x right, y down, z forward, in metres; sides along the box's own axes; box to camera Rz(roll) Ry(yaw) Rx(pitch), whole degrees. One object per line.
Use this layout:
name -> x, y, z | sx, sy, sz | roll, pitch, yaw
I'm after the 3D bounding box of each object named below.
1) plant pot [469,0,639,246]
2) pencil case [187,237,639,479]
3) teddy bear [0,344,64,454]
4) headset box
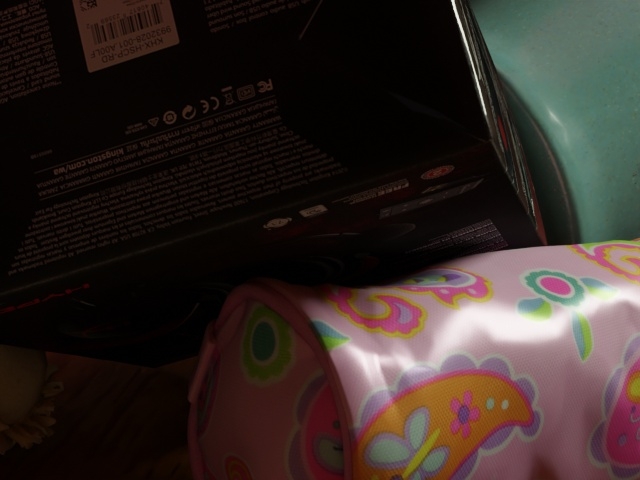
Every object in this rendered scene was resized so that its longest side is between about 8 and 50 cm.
plant pot -> 0.173, -0.068, 0.826 | 0.255, 0.271, 0.272 | -23, 30, -29
pencil case -> 0.084, 0.060, 0.586 | 0.284, 0.124, 0.124 | -8, 22, -36
teddy bear -> -0.263, 0.004, 0.568 | 0.338, 0.245, 0.113 | -5, -23, -41
headset box -> -0.025, -0.028, 0.596 | 0.218, 0.110, 0.293 | -17, -12, 10
